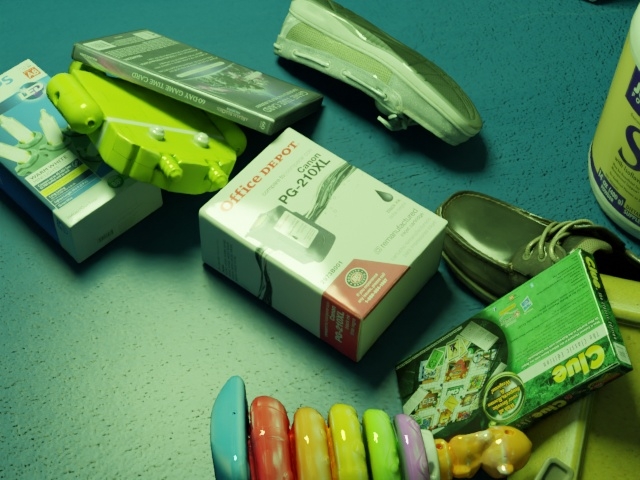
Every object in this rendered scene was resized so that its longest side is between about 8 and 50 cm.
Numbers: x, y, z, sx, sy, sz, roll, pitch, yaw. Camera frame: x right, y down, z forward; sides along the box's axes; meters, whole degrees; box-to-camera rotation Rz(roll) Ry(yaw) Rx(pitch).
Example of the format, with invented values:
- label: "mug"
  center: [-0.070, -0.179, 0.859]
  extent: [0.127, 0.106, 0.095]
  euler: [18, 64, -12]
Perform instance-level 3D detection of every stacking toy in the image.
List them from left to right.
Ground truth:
- label: "stacking toy"
  center: [0.053, 0.218, 1.034]
  extent: [0.301, 0.166, 0.175]
  euler: [-7, 23, -3]

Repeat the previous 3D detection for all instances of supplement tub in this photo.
- label: "supplement tub"
  center: [0.458, -0.167, 1.248]
  extent: [0.240, 0.331, 0.241]
  euler: [0, 53, -1]

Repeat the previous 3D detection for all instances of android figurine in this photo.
- label: "android figurine"
  center: [-0.205, -0.140, 1.318]
  extent: [0.248, 0.056, 0.273]
  euler: [7, 29, -38]

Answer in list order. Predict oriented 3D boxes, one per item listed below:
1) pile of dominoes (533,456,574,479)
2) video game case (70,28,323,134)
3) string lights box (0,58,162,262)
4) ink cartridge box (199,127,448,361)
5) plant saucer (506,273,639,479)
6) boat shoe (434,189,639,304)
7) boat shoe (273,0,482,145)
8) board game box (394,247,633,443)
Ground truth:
- label: "pile of dominoes"
  center: [0.211, 0.349, 0.986]
  extent: [0.196, 0.040, 0.251]
  euler: [-36, 88, -12]
- label: "video game case"
  center: [-0.151, -0.208, 1.385]
  extent: [0.274, 0.026, 0.196]
  euler: [23, 21, 11]
- label: "string lights box"
  center: [-0.332, -0.103, 1.342]
  extent: [0.259, 0.077, 0.133]
  euler: [39, 61, 24]
- label: "ink cartridge box"
  center: [0.000, 0.000, 1.258]
  extent: [0.237, 0.100, 0.172]
  euler: [32, 59, 20]
- label: "plant saucer"
  center: [0.361, 0.205, 1.053]
  extent: [0.332, 0.081, 0.333]
  euler: [12, 76, 7]
- label: "boat shoe"
  center: [0.289, 0.030, 1.222]
  extent: [0.355, 0.130, 0.132]
  euler: [30, 58, 18]
- label: "boat shoe"
  center: [0.073, -0.214, 1.426]
  extent: [0.320, 0.103, 0.118]
  euler: [37, 22, 19]
- label: "board game box"
  center: [0.186, 0.129, 1.100]
  extent: [0.030, 0.259, 0.136]
  euler: [25, 42, -36]
